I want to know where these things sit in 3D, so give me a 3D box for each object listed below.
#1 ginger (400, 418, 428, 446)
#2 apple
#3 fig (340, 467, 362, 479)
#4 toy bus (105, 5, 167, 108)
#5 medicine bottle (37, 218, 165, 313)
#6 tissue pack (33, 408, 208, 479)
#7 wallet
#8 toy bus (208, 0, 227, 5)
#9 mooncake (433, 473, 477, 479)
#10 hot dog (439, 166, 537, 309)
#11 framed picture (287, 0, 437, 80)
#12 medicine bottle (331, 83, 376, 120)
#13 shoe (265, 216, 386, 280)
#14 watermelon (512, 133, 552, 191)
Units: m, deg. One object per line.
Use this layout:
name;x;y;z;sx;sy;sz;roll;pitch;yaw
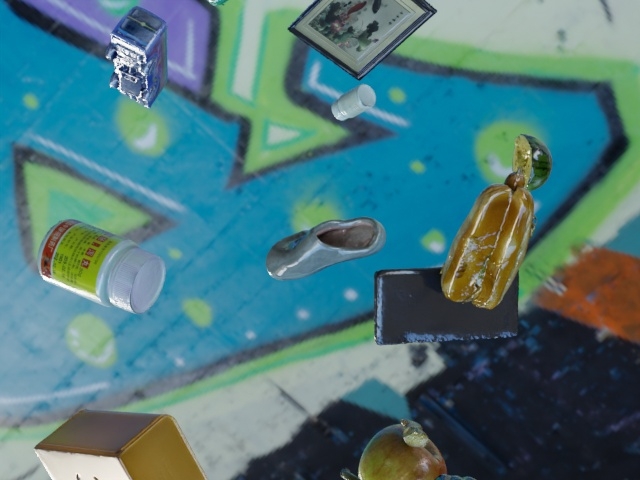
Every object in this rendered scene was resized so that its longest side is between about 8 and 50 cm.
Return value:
ginger;0.199;0.412;2.242;0.137;0.057;0.044;-86;-176;-88
apple;0.179;0.512;2.343;0.196;0.196;0.196;-46;-171;10
fig;0.102;0.455;1.778;0.124;0.124;0.236;-47;-133;5
toy bus;-0.305;-0.306;1.768;0.236;0.079;0.094;117;-3;-71
medicine bottle;-0.432;0.052;2.069;0.139;0.225;0.139;-51;153;-41
tissue pack;-0.361;0.422;1.925;0.274;0.194;0.145;-5;-155;45
wallet;0.203;0.101;1.683;0.025;0.244;0.124;-143;-128;-74
toy bus;-0.219;-0.600;1.897;0.183;0.343;0.199;-29;-155;31
mooncake;0.224;0.571;1.978;0.283;0.141;0.283;-46;-167;14
hot dog;0.257;0.004;1.583;0.072;0.109;0.269;-76;-178;-51
framed picture;0.073;-0.383;1.816;0.195;0.199;0.010;-39;-136;25
medicine bottle;0.061;-0.253;1.928;0.083;0.047;0.047;-22;-154;52
shoe;0.000;0.000;1.597;0.195;0.078;0.079;-12;-125;14
watermelon;0.374;-0.135;1.844;0.105;0.062;0.105;-179;-90;-79
